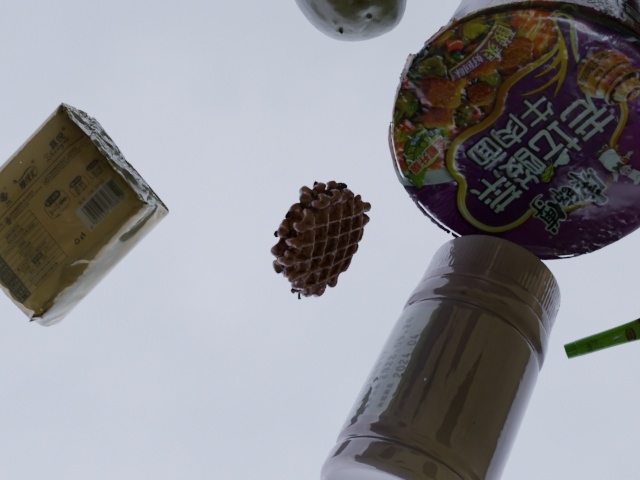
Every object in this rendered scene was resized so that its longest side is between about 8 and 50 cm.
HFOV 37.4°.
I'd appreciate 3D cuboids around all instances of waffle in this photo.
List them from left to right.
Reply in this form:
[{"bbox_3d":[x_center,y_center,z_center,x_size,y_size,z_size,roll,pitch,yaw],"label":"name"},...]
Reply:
[{"bbox_3d":[0.000,0.000,0.638,0.029,0.075,0.083,30,-94,37],"label":"waffle"}]

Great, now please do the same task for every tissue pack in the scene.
[{"bbox_3d":[-0.321,-0.029,1.159,0.222,0.090,0.186,-45,-104,11],"label":"tissue pack"}]

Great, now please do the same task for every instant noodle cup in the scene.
[{"bbox_3d":[0.200,-0.137,0.861,0.251,0.251,0.190,30,-141,-7],"label":"instant noodle cup"}]

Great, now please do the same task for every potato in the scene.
[{"bbox_3d":[0.029,-0.320,1.079,0.177,0.160,0.235,16,-135,-23],"label":"potato"}]

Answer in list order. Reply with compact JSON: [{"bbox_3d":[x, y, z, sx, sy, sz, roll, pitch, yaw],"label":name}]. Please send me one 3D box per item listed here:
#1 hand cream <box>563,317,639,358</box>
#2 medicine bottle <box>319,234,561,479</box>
[{"bbox_3d":[0.396,0.135,1.301,0.121,0.023,0.036,-20,-74,14],"label":"hand cream"},{"bbox_3d":[0.107,0.122,0.783,0.133,0.133,0.250,35,-126,-5],"label":"medicine bottle"}]
